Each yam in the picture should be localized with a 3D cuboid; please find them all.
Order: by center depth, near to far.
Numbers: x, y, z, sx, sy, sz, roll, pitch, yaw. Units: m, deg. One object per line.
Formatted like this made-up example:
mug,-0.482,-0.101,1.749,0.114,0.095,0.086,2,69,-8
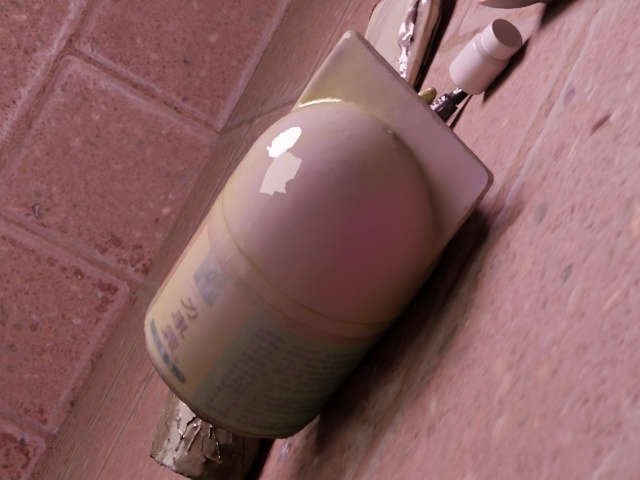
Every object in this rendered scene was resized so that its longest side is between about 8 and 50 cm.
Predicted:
yam,-0.122,0.198,1.691,0.154,0.154,0.254,-33,34,65

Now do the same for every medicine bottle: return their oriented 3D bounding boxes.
medicine bottle,0.000,0.000,1.408,0.406,0.235,0.236,-54,14,33
medicine bottle,0.192,-0.213,1.536,0.089,0.052,0.052,-48,18,47

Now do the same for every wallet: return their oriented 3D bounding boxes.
wallet,0.101,-0.263,2.010,0.275,0.068,0.335,141,149,-69

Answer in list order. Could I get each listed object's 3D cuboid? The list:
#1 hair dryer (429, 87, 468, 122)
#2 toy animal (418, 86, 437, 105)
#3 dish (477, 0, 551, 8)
hair dryer,0.100,-0.147,1.604,0.219,0.195,0.075,-38,45,2
toy animal,0.103,-0.157,1.697,0.137,0.098,0.098,-43,19,24
dish,0.268,-0.356,1.494,0.151,0.077,0.212,-42,23,61
